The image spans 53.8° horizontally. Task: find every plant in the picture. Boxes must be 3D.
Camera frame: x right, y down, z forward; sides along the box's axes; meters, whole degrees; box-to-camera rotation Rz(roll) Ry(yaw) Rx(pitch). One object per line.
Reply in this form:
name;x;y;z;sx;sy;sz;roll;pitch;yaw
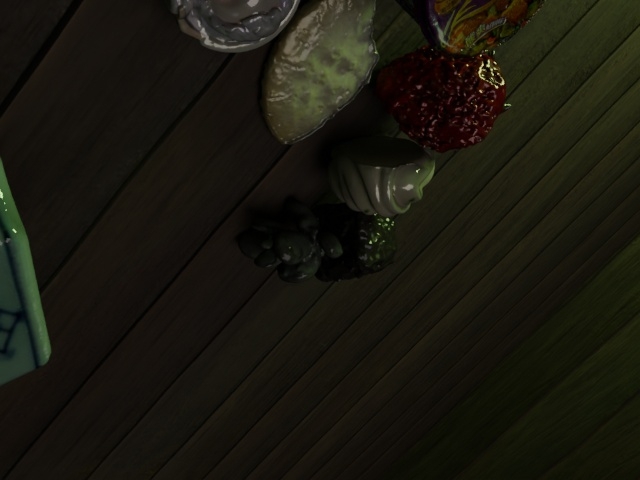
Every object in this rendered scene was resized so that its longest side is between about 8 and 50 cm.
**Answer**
plant;0.002;0.000;1.088;0.275;0.149;0.146;-3;170;-37

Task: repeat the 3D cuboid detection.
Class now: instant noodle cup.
instant noodle cup;0.160;-0.375;0.752;0.251;0.190;0.251;-27;146;-20

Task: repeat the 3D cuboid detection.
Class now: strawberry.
strawberry;0.181;-0.230;0.981;0.202;0.186;0.184;11;143;-11

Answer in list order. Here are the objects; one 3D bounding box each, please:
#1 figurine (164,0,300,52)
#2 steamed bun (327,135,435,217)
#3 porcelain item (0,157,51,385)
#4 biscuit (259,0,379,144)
figurine;-0.091;-0.291;0.650;0.163;0.141;0.236;-28;146;-8
steamed bun;0.097;-0.102;1.036;0.183;0.183;0.106;-16;121;-32
porcelain item;-0.376;-0.006;0.584;0.157;0.281;0.285;-21;145;-30
biscuit;0.007;-0.247;0.896;0.188;0.040;0.265;-2;132;-40
